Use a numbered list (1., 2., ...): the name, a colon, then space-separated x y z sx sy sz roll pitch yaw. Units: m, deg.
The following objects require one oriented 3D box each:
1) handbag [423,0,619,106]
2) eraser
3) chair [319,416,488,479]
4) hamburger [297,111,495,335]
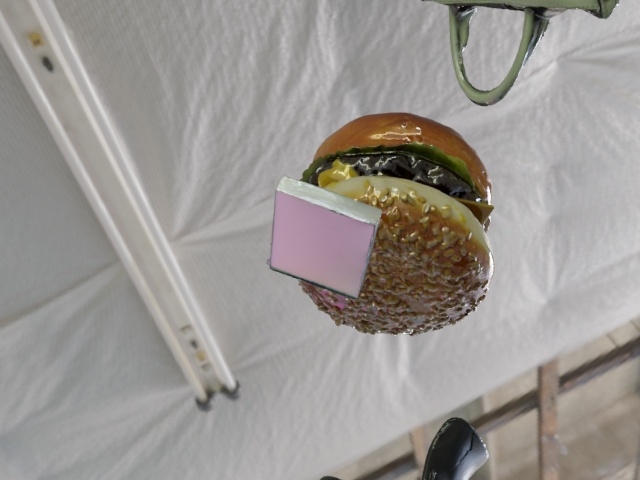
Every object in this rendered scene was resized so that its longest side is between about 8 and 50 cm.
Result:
1. handbag: 0.157 -0.267 0.722 0.109 0.241 0.315 -12 -70 -23
2. eraser: 0.000 0.000 0.907 0.104 0.023 0.150 20 -32 6
3. chair: 0.070 0.287 0.947 0.221 0.145 0.140 -62 -33 -23
4. hamburger: 0.091 -0.009 1.175 0.291 0.225 0.291 9 -40 7
